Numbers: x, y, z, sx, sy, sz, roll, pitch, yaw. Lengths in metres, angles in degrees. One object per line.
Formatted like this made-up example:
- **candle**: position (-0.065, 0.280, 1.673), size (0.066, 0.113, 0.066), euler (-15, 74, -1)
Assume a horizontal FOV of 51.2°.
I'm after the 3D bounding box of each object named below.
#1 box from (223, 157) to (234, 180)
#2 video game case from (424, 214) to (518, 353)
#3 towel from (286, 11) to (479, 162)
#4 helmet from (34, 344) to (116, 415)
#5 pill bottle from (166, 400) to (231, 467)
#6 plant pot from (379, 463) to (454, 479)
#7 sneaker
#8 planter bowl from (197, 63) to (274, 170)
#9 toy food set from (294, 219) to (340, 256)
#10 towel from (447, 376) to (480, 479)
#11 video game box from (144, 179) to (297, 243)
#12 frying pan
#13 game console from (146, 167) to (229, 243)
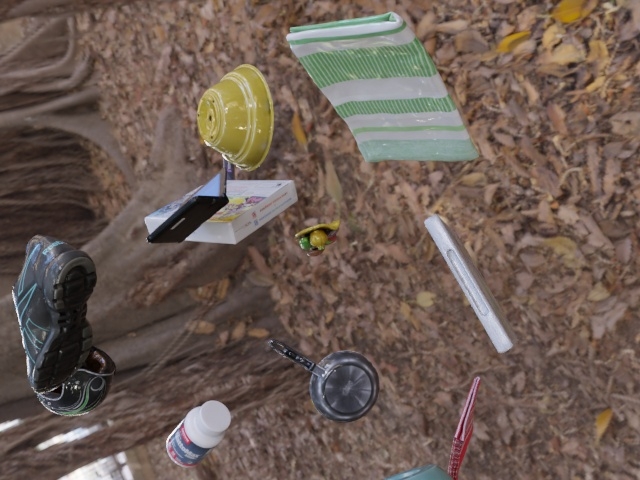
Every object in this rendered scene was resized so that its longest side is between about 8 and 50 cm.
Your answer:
- **box**: position (-0.224, -0.129, 1.662), size (0.162, 0.029, 0.116), euler (93, 172, -55)
- **video game case**: position (0.335, 0.098, 1.449), size (0.299, 0.036, 0.329), euler (62, -167, 14)
- **towel**: position (0.109, -0.250, 1.167), size (0.248, 0.038, 0.325), euler (5, 147, 39)
- **helmet**: position (-0.601, 0.348, 1.636), size (0.161, 0.169, 0.169), euler (-54, 51, 11)
- **pill bottle**: position (-0.297, 0.473, 1.647), size (0.108, 0.108, 0.180), euler (56, 129, 22)
- **plant pot**: position (0.201, 0.615, 1.407), size (0.235, 0.293, 0.293), euler (71, 156, 14)
- **sneaker**: position (-0.409, 0.112, 1.018), size (0.106, 0.101, 0.267), euler (30, 116, 22)
- **planter bowl**: position (-0.189, -0.246, 1.349), size (0.217, 0.090, 0.217), euler (15, 108, 52)
- **toy food set**: position (0.000, 0.000, 1.823), size (0.218, 0.128, 0.071), euler (117, 134, -84)
- **towel**: position (0.396, 0.521, 1.831), size (0.031, 0.198, 0.274), euler (16, 142, 19)
- **video game box**: position (-0.174, -0.056, 1.190), size (0.205, 0.187, 0.048), euler (4, 115, 35)
- **frying pan**: position (0.033, 0.347, 1.809), size (0.326, 0.197, 0.053), euler (55, 170, -7)
- **game console**: position (-0.202, -0.055, 1.012), size (0.122, 0.107, 0.071), euler (-37, 72, 28)
